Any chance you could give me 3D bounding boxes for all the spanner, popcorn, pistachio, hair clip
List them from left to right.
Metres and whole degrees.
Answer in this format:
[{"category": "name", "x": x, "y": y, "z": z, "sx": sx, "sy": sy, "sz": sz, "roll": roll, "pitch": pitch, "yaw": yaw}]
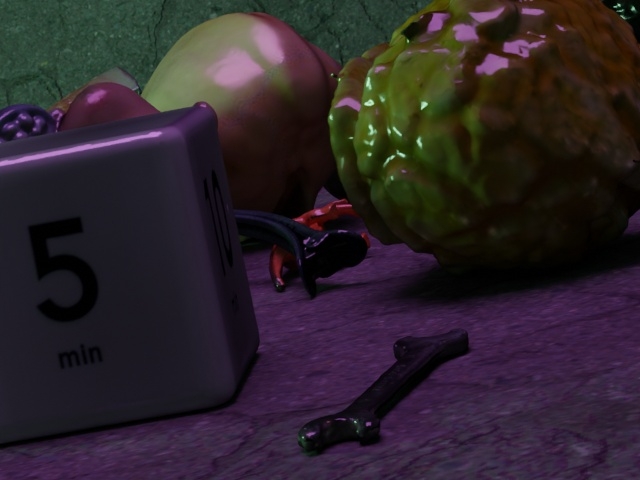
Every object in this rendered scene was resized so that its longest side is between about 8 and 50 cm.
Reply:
[{"category": "pistachio", "x": -0.093, "y": -0.115, "z": 2.163, "sx": 0.229, "sy": 0.238, "sz": 0.321, "roll": -9, "pitch": -15, "yaw": -33}, {"category": "hair clip", "x": -0.046, "y": -0.001, "z": 1.812, "sx": 0.070, "sy": 0.039, "sz": 0.229, "roll": -36, "pitch": 27, "yaw": -21}, {"category": "spanner", "x": 0.044, "y": 0.093, "z": 1.281, "sx": 0.054, "sy": 0.015, "sz": 0.254, "roll": -6, "pitch": 9, "yaw": 20}, {"category": "popcorn", "x": 0.142, "y": -0.091, "z": 1.646, "sx": 0.282, "sy": 0.247, "sz": 0.282, "roll": -24, "pitch": 4, "yaw": 2}]

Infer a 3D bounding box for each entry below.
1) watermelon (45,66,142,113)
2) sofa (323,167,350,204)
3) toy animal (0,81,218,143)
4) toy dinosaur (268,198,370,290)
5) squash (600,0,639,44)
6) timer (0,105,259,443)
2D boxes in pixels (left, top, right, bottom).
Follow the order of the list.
[{"category": "watermelon", "x": -0.335, "y": -0.091, "z": 2.597, "sx": 0.256, "sy": 0.193, "sz": 0.140, "roll": -20, "pitch": 26, "yaw": -13}, {"category": "sofa", "x": 0.125, "y": -0.141, "z": 2.233, "sx": 0.225, "sy": 0.176, "sz": 0.210, "roll": -15, "pitch": 9, "yaw": -25}, {"category": "toy animal", "x": -0.227, "y": -0.037, "z": 1.995, "sx": 0.229, "sy": 0.210, "sz": 0.221, "roll": 16, "pitch": -20, "yaw": 2}, {"category": "toy dinosaur", "x": -0.002, "y": -0.006, "z": 1.905, "sx": 0.101, "sy": 0.055, "sz": 0.279, "roll": -14, "pitch": 6, "yaw": 23}, {"category": "squash", "x": 0.426, "y": -0.262, "z": 2.420, "sx": 0.165, "sy": 0.252, "sz": 0.252, "roll": -1, "pitch": 12, "yaw": 32}, {"category": "timer", "x": -0.162, "y": 0.020, "z": 1.431, "sx": 0.194, "sy": 0.195, "sz": 0.192, "roll": -9, "pitch": 8, "yaw": 6}]
